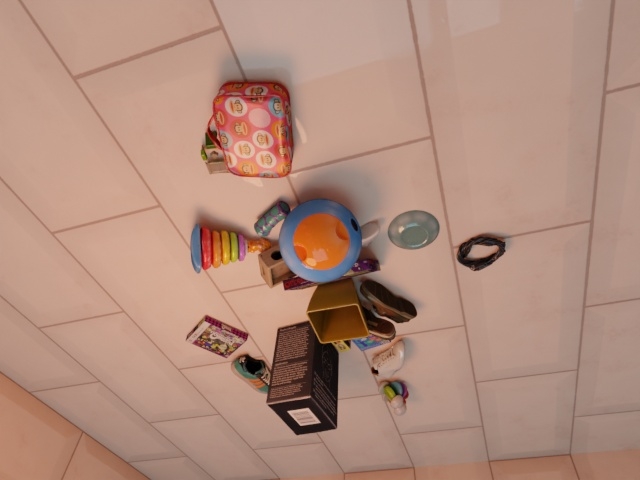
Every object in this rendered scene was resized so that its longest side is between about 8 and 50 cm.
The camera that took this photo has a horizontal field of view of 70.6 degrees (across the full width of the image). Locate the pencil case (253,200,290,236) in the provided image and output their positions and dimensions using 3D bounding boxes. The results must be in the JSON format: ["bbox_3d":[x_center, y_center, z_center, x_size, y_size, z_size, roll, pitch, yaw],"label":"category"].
[{"bbox_3d":[-0.175,-0.077,1.654,0.070,0.064,0.151,44,123,-11],"label":"pencil case"}]

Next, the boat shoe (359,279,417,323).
[{"bbox_3d":[0.270,0.276,1.914,0.307,0.111,0.104,33,126,-23],"label":"boat shoe"}]

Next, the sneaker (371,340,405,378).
[{"bbox_3d":[0.320,0.582,2.188,0.122,0.106,0.290,9,133,-8],"label":"sneaker"}]

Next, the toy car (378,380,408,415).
[{"bbox_3d":[0.401,0.813,2.384,0.136,0.159,0.182,-35,129,-12],"label":"toy car"}]

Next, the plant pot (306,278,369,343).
[{"bbox_3d":[0.075,0.274,1.872,0.212,0.187,0.212,-12,130,13],"label":"plant pot"}]

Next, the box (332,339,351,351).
[{"bbox_3d":[0.060,0.412,2.066,0.058,0.087,0.232,-23,128,25],"label":"box"}]

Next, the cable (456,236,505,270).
[{"bbox_3d":[0.618,0.040,1.734,0.184,0.047,0.150,-34,117,32],"label":"cable"}]

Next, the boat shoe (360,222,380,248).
[{"bbox_3d":[0.160,-0.001,1.708,0.184,0.066,0.063,-37,134,28],"label":"boat shoe"}]

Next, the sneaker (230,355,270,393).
[{"bbox_3d":[-0.312,0.692,2.322,0.121,0.108,0.302,-32,121,33],"label":"sneaker"}]

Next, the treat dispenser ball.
[{"bbox_3d":[0.000,0.000,1.564,0.287,0.288,0.288,2,132,2],"label":"treat dispenser ball"}]

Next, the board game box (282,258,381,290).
[{"bbox_3d":[0.048,0.136,1.764,0.346,0.056,0.208,-15,167,15],"label":"board game box"}]

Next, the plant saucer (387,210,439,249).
[{"bbox_3d":[0.350,-0.025,1.690,0.194,0.038,0.195,1,132,1],"label":"plant saucer"}]

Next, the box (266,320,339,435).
[{"bbox_3d":[-0.065,0.613,2.044,0.211,0.396,0.294,-16,128,18],"label":"box"}]

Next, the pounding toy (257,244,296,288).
[{"bbox_3d":[-0.134,0.057,1.750,0.205,0.094,0.181,-26,141,-22],"label":"pounding toy"}]

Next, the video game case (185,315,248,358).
[{"bbox_3d":[-0.499,0.468,2.177,0.232,0.042,0.210,31,128,-22],"label":"video game case"}]

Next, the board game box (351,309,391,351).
[{"bbox_3d":[0.209,0.419,2.087,0.160,0.047,0.210,-23,127,22],"label":"board game box"}]

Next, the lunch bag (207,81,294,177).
[{"bbox_3d":[-0.217,-0.332,1.391,0.257,0.120,0.293,1,132,3],"label":"lunch bag"}]

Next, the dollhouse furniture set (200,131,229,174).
[{"bbox_3d":[-0.352,-0.288,1.504,0.076,0.059,0.152,-6,151,-1],"label":"dollhouse furniture set"}]

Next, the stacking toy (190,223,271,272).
[{"bbox_3d":[-0.337,0.026,1.718,0.301,0.175,0.165,-3,171,-17],"label":"stacking toy"}]

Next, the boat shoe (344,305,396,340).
[{"bbox_3d":[0.208,0.360,1.941,0.257,0.095,0.095,26,158,37],"label":"boat shoe"}]
